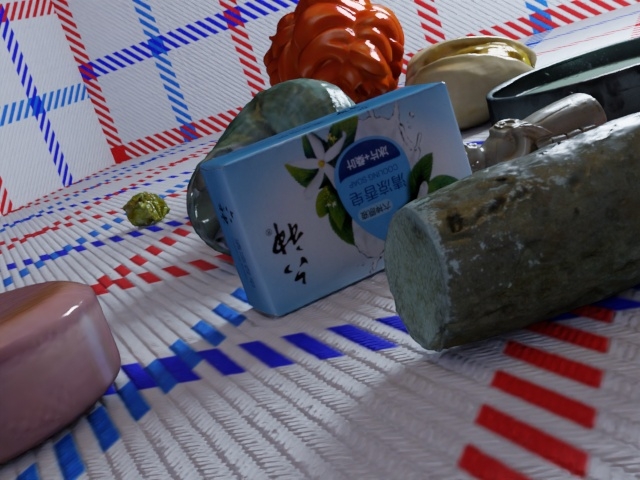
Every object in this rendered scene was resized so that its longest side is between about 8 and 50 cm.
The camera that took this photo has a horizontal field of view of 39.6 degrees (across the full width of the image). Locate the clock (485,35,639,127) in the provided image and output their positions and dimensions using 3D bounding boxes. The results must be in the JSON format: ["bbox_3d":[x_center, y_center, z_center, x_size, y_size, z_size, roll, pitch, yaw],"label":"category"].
[{"bbox_3d":[0.382,-0.215,1.215,0.319,0.066,0.319,-19,12,4],"label":"clock"}]

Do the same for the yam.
[{"bbox_3d":[0.138,-0.002,0.569,0.194,0.107,0.107,-20,12,-3],"label":"yam"}]

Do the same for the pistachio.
[{"bbox_3d":[0.239,-0.246,1.412,0.230,0.157,0.157,-12,13,4],"label":"pistachio"}]

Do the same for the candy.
[{"bbox_3d":[-0.292,0.117,0.719,0.255,0.094,0.255,-18,12,4],"label":"candy"}]

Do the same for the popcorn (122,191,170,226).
[{"bbox_3d":[-0.309,-0.057,1.579,0.083,0.059,0.068,-17,9,-33],"label":"popcorn"}]

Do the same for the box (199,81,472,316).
[{"bbox_3d":[0.024,-0.042,0.823,0.232,0.142,0.083,-23,14,-20],"label":"box"}]

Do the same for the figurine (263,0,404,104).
[{"bbox_3d":[0.036,-0.296,1.564,0.241,0.306,0.412,23,19,4],"label":"figurine"}]

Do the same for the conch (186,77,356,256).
[{"bbox_3d":[-0.030,-0.086,1.053,0.277,0.220,0.195,0,-37,-27],"label":"conch"}]

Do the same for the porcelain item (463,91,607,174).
[{"bbox_3d":[0.222,-0.112,1.030,0.213,0.054,0.084,-23,20,-15],"label":"porcelain item"}]
